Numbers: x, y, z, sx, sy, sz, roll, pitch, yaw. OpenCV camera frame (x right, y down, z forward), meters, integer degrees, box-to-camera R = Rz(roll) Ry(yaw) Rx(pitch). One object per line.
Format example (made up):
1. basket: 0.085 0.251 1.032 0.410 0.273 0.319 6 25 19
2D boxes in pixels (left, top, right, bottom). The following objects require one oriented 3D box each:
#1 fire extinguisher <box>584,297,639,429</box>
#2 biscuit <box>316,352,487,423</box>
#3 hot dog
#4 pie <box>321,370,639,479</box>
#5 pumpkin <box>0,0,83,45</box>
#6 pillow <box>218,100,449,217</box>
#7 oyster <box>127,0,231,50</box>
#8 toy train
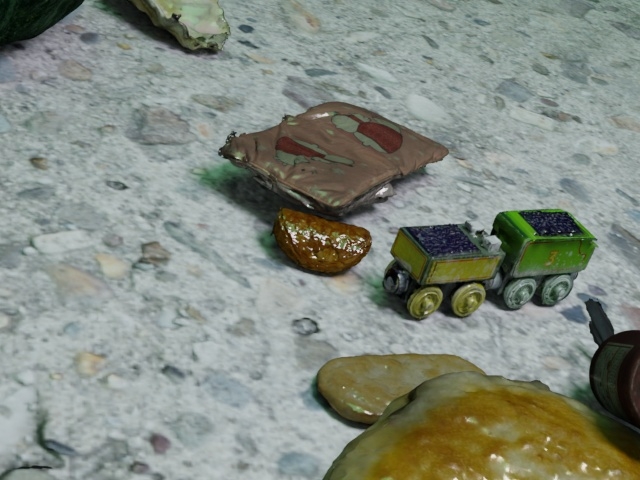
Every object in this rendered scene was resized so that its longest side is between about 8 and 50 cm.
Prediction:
1. fire extinguisher: 0.230 0.087 0.868 0.099 0.071 0.231 63 3 3
2. biscuit: 0.066 0.107 0.866 0.147 0.018 0.071 1 31 -26
3. hot dog: 0.000 0.000 0.992 0.083 0.035 0.058 15 30 -7
4. pie: 0.157 0.199 0.703 0.339 0.077 0.339 15 29 -9
5. pumpkin: -0.288 -0.300 1.134 0.197 0.263 0.293 27 43 -4
6. pillow: 0.016 -0.076 1.109 0.135 0.049 0.248 29 25 17
7. oyster: -0.181 -0.273 1.336 0.209 0.072 0.133 47 29 10
8. toy train: 0.142 0.016 0.999 0.202 0.081 0.060 -3 36 -33
